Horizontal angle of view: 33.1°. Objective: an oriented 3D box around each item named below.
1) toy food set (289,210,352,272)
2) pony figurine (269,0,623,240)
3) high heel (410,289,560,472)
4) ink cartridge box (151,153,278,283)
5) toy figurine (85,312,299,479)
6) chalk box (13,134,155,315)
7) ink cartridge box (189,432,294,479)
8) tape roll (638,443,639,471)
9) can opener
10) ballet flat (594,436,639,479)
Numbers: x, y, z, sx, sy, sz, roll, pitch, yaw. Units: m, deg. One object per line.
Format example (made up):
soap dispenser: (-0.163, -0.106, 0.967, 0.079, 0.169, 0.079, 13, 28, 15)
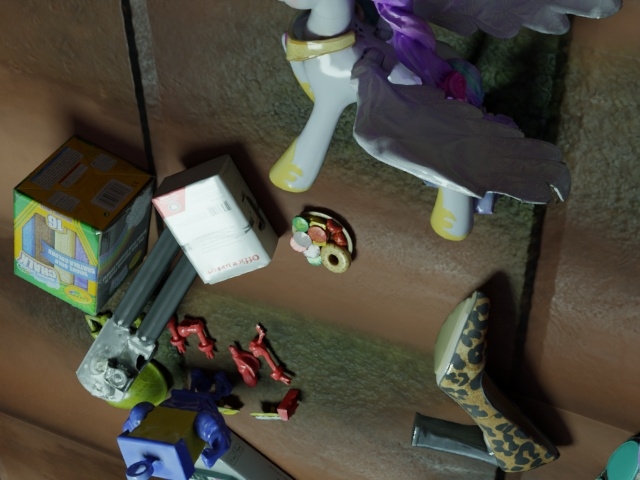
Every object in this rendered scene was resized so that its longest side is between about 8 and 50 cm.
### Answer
toy food set: (0.000, 0.000, 1.306, 0.082, 0.020, 0.083, 16, 135, 20)
pony figurine: (0.082, -0.147, 0.962, 0.351, 0.303, 0.363, 18, 153, 17)
high heel: (0.225, 0.171, 1.293, 0.186, 0.093, 0.261, 12, 127, -1)
ink cartridge box: (-0.127, -0.025, 1.321, 0.099, 0.056, 0.135, -18, 118, 22)
toy figurine: (-0.238, 0.244, 1.533, 0.362, 0.217, 0.191, 4, 129, 29)
chalk box: (-0.314, -0.004, 1.420, 0.132, 0.132, 0.213, 27, 136, 9)
ink cartridge box: (-0.152, 0.411, 1.747, 0.275, 0.060, 0.239, 38, 136, -4)
tape roll: (0.489, 0.234, 1.156, 0.274, 0.090, 0.275, 18, 135, 19)
can opener: (-0.234, 0.095, 1.454, 0.076, 0.095, 0.283, 34, 106, 2)
ballet flat: (0.375, 0.300, 1.319, 0.070, 0.070, 0.188, 30, 139, 5)
